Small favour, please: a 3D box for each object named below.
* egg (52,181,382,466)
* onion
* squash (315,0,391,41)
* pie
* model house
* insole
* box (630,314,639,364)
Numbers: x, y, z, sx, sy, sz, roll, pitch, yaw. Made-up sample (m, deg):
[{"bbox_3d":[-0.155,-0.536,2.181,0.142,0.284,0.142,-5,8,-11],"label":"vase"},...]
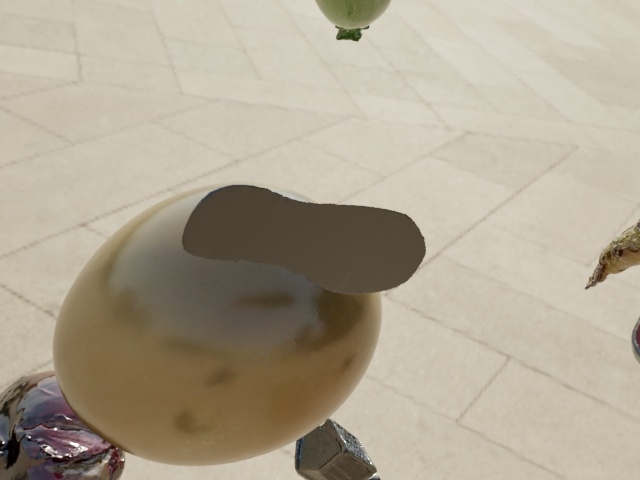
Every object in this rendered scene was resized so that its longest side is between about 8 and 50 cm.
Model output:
[{"bbox_3d":[-0.116,0.095,1.064,0.374,0.301,0.301,-24,28,6],"label":"egg"},{"bbox_3d":[-0.421,0.334,1.390,0.232,0.314,0.314,24,16,-37],"label":"onion"},{"bbox_3d":[0.033,-0.321,0.967,0.107,0.395,0.107,-1,68,2],"label":"squash"},{"bbox_3d":[0.291,-0.012,0.833,0.033,0.191,0.088,44,68,0],"label":"pie"},{"bbox_3d":[0.044,0.389,1.707,0.165,0.106,0.152,38,-30,-29],"label":"model house"},{"bbox_3d":[0.000,0.000,0.730,0.253,0.086,0.005,14,29,-47],"label":"insole"},{"bbox_3d":[0.423,0.018,0.842,0.193,0.167,0.294,31,56,13],"label":"box"}]
